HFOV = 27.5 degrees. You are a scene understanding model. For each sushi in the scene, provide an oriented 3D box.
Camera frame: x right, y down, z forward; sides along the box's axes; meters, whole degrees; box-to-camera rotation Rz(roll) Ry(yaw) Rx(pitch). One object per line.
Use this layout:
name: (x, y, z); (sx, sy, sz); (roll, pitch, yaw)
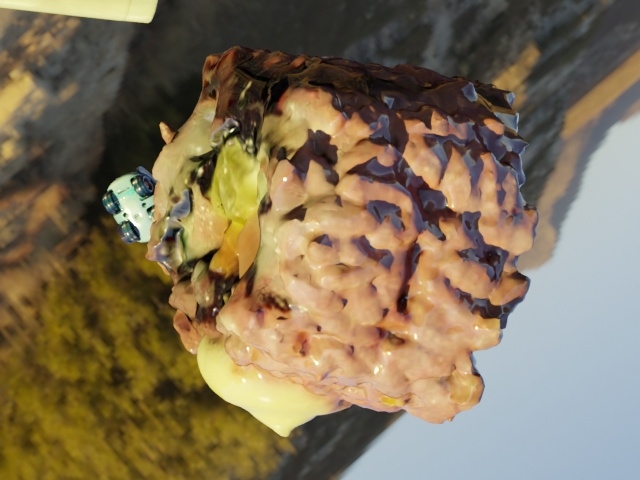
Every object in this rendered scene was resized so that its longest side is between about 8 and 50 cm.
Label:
sushi: (0.000, 0.000, 0.781); (0.270, 0.170, 0.237); (27, -78, 65)

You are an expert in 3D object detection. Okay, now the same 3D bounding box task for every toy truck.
toy truck: (-0.180, -0.040, 1.358); (0.056, 0.073, 0.090); (-26, -173, 17)

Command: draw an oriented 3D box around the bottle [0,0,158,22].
bottle: (-0.296, -0.300, 1.537); (0.201, 0.072, 0.072); (3, 157, -24)
